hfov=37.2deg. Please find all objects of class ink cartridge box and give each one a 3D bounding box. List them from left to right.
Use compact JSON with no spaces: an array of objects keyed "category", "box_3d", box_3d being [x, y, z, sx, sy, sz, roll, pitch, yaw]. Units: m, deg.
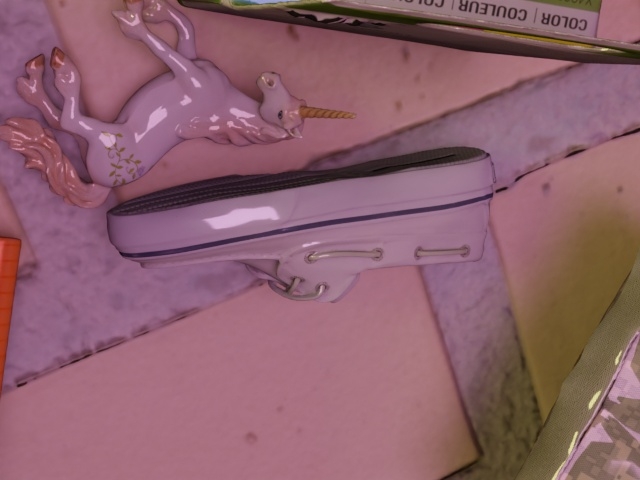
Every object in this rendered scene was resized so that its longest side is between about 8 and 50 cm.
[{"category":"ink cartridge box","box_3d":[0.054,-0.136,0.422,0.189,0.255,0.096,4,102,-19]}]

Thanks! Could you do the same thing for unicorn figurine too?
[{"category":"unicorn figurine","box_3d":[-0.081,-0.074,0.504,0.162,0.060,0.111,-32,110,7]}]

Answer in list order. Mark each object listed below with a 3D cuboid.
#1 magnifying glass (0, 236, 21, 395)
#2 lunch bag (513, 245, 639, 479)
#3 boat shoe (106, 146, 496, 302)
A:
[{"category":"magnifying glass","box_3d":[-0.181,0.112,0.497,0.026,0.092,0.230,6,89,-16]},{"category":"lunch bag","box_3d":[0.248,0.132,0.592,0.287,0.169,0.235,30,91,-26]},{"category":"boat shoe","box_3d":[0.000,0.000,0.526,0.226,0.083,0.075,-9,103,-17]}]
